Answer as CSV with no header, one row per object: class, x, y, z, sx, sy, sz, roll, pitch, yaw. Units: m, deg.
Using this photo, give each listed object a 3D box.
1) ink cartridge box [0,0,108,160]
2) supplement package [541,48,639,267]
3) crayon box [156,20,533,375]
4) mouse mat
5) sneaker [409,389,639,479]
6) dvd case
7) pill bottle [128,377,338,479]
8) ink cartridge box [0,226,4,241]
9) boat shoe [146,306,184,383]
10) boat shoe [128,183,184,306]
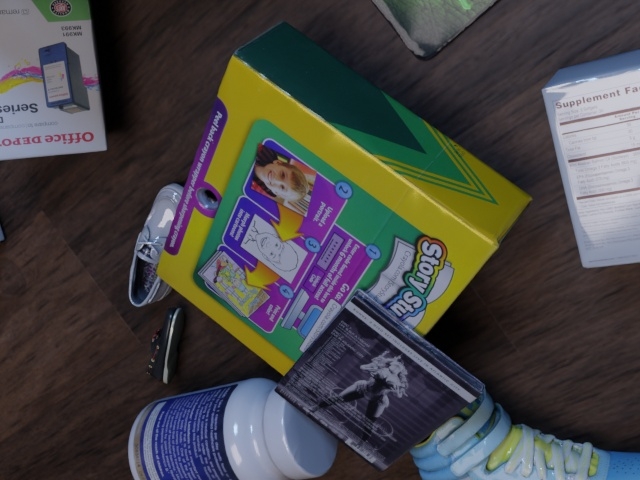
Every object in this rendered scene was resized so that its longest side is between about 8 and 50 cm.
ink cartridge box,-0.350,-0.214,0.978,0.154,0.093,0.212,-6,116,-14
supplement package,0.287,-0.079,0.755,0.105,0.105,0.179,-9,106,29
crayon box,0.000,0.000,0.893,0.313,0.106,0.363,36,135,6
mouse mat,0.101,-0.298,0.812,0.152,0.007,0.190,-38,91,33
sneaker,0.238,0.246,0.908,0.319,0.127,0.208,-21,102,31
dvd case,0.056,0.163,0.889,0.164,0.018,0.221,37,136,2
pill bottle,-0.117,0.268,1.074,0.264,0.153,0.153,-18,102,31
ink cartridge box,-0.631,-0.112,1.177,0.226,0.131,0.306,-3,108,27
boat shoe,-0.222,0.147,1.135,0.042,0.049,0.133,22,124,7
boat shoe,-0.219,0.011,1.066,0.066,0.063,0.184,33,122,10
